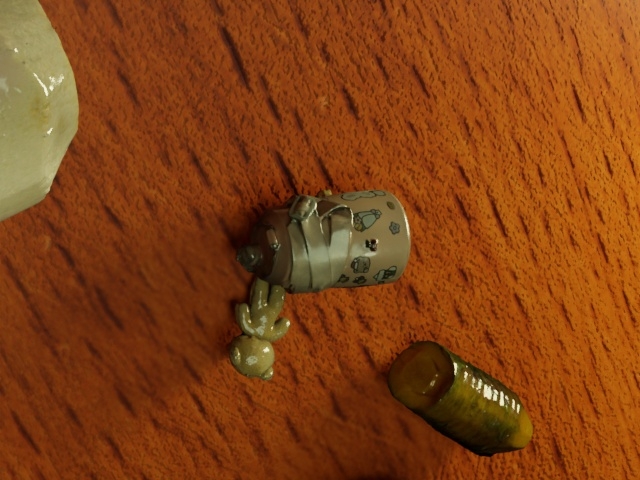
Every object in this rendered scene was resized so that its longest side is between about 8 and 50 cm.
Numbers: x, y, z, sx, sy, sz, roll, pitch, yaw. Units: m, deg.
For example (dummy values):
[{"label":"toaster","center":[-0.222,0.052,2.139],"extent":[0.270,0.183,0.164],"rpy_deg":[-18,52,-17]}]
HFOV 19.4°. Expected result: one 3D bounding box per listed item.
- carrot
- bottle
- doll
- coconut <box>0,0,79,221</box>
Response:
[{"label":"carrot","center":[0.147,0.167,1.912],"extent":[0.173,0.082,0.082],"rpy_deg":[32,93,-42]},{"label":"bottle","center":[0.000,0.001,1.732],"extent":[0.152,0.099,0.099],"rpy_deg":[-4,114,-28]},{"label":"doll","center":[-0.055,0.083,1.760],"extent":[0.061,0.051,0.093],"rpy_deg":[22,98,-31]},{"label":"coconut","center":[-0.313,-0.104,1.406],"extent":[0.241,0.241,0.241],"rpy_deg":[-14,119,-27]}]
